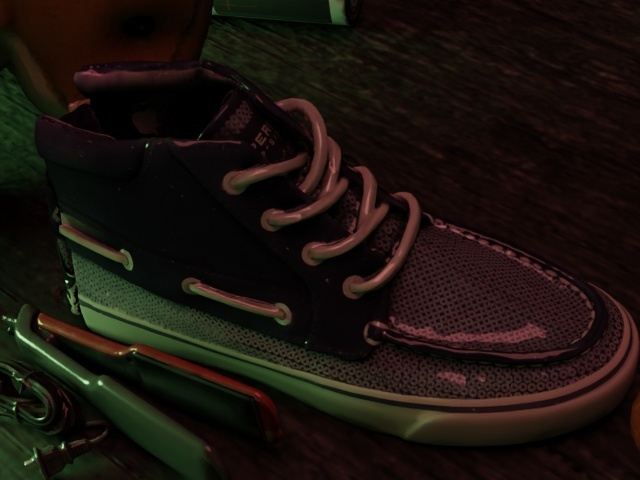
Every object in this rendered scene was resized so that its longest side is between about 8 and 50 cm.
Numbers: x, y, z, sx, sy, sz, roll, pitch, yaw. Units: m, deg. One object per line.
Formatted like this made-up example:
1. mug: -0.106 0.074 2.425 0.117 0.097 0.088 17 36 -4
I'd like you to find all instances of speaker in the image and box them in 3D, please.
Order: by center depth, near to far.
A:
1. speaker: -0.038 -0.201 0.901 0.136 0.055 0.055 8 46 15

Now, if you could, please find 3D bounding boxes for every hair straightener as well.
1. hair straightener: -0.137 0.083 0.625 0.230 0.047 0.089 22 51 27

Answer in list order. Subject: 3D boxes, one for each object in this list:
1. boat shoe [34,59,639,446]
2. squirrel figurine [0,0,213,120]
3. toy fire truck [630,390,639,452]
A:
1. boat shoe: 0.000 0.000 0.613 0.341 0.158 0.127 8 46 16
2. squirrel figurine: -0.261 -0.210 0.720 0.370 0.281 0.397 -10 85 -11
3. toy fire truck: 0.307 0.092 0.492 0.302 0.169 0.254 -19 64 -11
